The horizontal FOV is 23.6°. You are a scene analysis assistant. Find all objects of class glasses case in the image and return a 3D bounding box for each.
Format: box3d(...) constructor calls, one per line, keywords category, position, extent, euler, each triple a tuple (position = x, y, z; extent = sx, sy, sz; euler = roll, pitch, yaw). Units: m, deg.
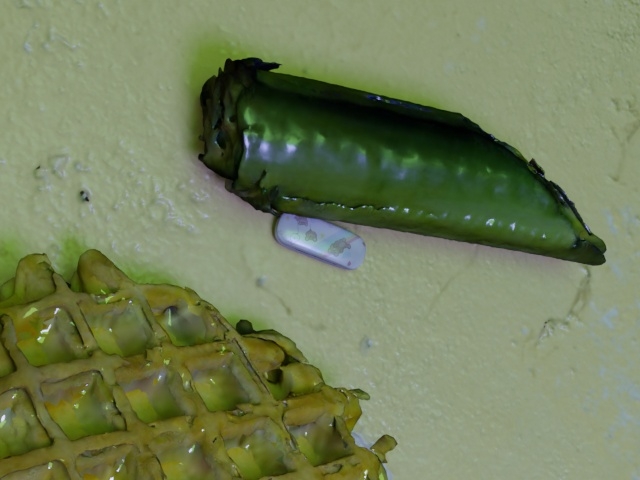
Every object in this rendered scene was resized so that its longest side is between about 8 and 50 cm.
box3d(category="glasses case", position=(0.000, 0.000, 1.308), extent=(0.083, 0.021, 0.032), euler=(22, 72, -17))

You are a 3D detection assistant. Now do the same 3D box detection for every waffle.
box3d(category="waffle", position=(-0.120, 0.174, 1.108), extent=(0.382, 0.095, 0.379), euler=(25, 41, -12))

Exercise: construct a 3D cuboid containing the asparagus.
box3d(category="asparagus", position=(0.080, -0.062, 1.310), extent=(0.382, 0.108, 0.128), euler=(10, 54, -22))
